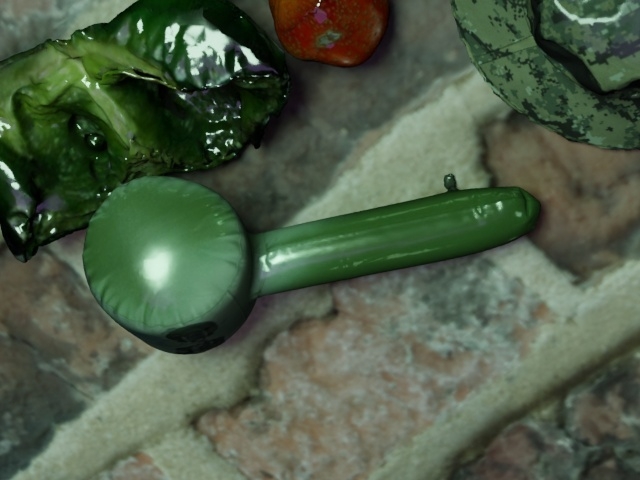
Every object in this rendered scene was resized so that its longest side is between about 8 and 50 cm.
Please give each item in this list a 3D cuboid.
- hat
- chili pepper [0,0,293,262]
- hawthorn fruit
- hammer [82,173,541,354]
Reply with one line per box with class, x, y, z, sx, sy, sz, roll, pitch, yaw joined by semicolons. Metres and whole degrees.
hat;0.203;-0.165;0.791;0.265;0.128;0.266;4;112;9
chili pepper;-0.139;-0.104;0.903;0.264;0.116;0.148;-24;100;22
hawthorn fruit;0.009;-0.164;0.858;0.093;0.093;0.093;4;116;9
hammer;0.000;0.000;0.900;0.335;0.206;0.119;-12;81;-3
